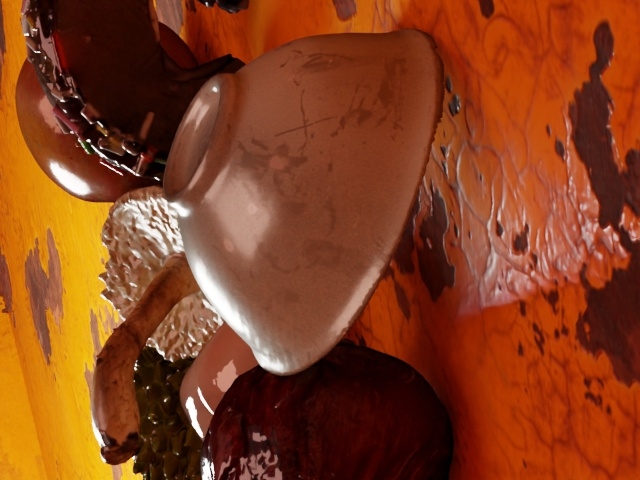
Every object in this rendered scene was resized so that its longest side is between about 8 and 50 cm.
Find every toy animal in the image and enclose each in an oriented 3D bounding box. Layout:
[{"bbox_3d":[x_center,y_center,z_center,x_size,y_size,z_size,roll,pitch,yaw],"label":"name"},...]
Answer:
[{"bbox_3d":[-0.064,0.151,1.722,0.250,0.154,0.166,104,146,-64],"label":"toy animal"}]

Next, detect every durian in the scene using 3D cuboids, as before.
[{"bbox_3d":[-0.148,0.182,2.176,0.198,0.163,0.394,7,-104,-68],"label":"durian"}]

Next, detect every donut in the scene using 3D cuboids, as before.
[{"bbox_3d":[-0.190,-0.214,1.810,0.136,0.259,0.345,-21,79,63],"label":"donut"}]

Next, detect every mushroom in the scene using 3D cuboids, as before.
[{"bbox_3d":[-0.174,0.074,1.932,0.302,0.208,0.233,-90,-21,-66],"label":"mushroom"}]

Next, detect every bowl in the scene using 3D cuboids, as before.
[{"bbox_3d":[-0.042,-0.058,1.401,0.313,0.146,0.313,-53,23,35],"label":"bowl"}]

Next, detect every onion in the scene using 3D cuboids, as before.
[{"bbox_3d":[-0.003,0.215,1.497,0.281,0.221,0.281,-160,90,-85],"label":"onion"}]

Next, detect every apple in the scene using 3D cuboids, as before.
[{"bbox_3d":[-0.246,-0.151,2.073,0.253,0.253,0.254,171,90,-72],"label":"apple"}]
